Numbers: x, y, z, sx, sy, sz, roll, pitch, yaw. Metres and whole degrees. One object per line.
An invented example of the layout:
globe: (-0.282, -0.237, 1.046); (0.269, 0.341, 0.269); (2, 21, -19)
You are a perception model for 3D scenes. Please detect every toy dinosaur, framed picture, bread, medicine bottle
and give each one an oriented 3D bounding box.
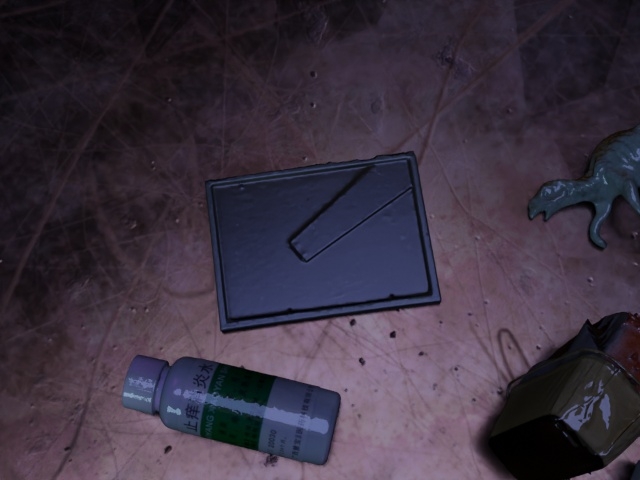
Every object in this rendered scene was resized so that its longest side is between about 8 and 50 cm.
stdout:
toy dinosaur: (0.478, -0.086, 1.163); (0.393, 0.092, 0.205); (-35, 71, 1)
framed picture: (0.000, 0.000, 1.191); (0.289, 0.016, 0.213); (-8, 74, 0)
bread: (0.312, 0.184, 1.035); (0.212, 0.224, 0.142); (-38, 84, -28)
medicine bottle: (-0.109, 0.202, 1.101); (0.260, 0.095, 0.095); (12, 76, 6)

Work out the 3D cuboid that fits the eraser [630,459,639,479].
eraser: (0.401, 0.410, 1.030); (0.174, 0.095, 0.270); (26, 78, 6)
